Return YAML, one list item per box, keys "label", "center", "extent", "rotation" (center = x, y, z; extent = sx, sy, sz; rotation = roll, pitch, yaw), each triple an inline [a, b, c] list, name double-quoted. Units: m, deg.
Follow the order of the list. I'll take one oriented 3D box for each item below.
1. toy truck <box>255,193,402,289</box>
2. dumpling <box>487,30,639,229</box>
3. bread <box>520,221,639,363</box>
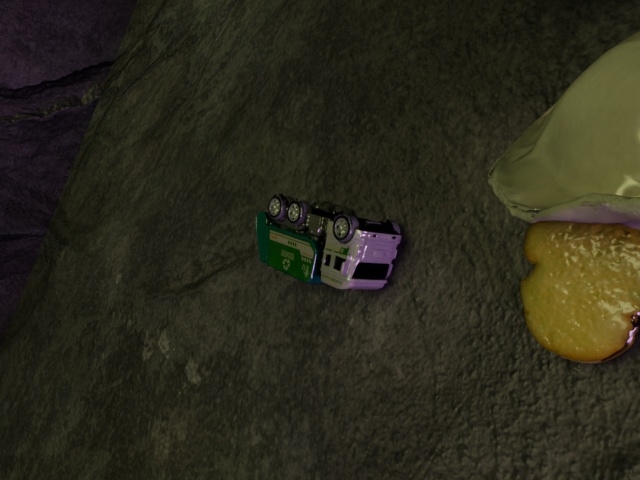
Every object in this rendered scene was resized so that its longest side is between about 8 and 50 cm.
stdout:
- label: "toy truck"
  center: [0.000, 0.000, 0.834]
  extent: [0.253, 0.114, 0.124]
  rotation: [22, 103, 48]
- label: "dumpling"
  center: [0.305, -0.079, 0.452]
  extent: [0.260, 0.181, 0.341]
  rotation: [-38, 50, -21]
- label: "bread"
  center: [0.292, 0.053, 0.546]
  extent: [0.187, 0.065, 0.150]
  rotation: [13, 94, 45]
